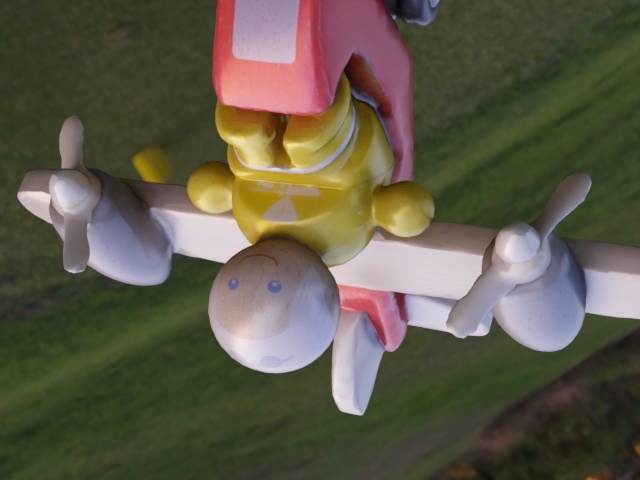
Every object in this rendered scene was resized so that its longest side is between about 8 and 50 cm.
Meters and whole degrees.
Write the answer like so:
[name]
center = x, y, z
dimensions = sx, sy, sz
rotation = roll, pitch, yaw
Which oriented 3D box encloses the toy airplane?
[toy airplane]
center = 0.000, 0.000, 0.926
dimensions = 0.386, 0.384, 0.272
rotation = -37, -161, 44
